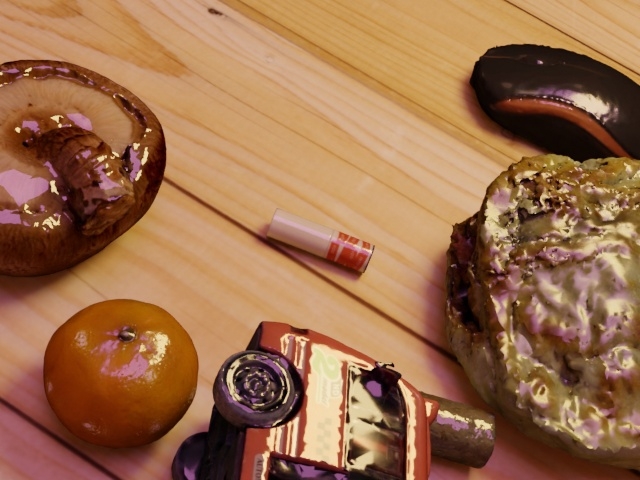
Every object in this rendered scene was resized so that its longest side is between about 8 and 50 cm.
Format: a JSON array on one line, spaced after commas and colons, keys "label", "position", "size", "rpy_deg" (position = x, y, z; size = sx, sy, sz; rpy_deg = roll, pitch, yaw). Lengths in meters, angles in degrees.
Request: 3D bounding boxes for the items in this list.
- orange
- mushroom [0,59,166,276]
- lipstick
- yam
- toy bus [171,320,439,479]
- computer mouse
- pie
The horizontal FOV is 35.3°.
[{"label": "orange", "position": [-0.199, 0.129, 1.009], "size": [0.156, 0.124, 0.156], "rpy_deg": [12, 49, -14]}, {"label": "mushroom", "position": [-0.308, -0.080, 1.127], "size": [0.278, 0.163, 0.297], "rpy_deg": [38, 49, 25]}, {"label": "lipstick", "position": [0.000, 0.000, 1.242], "size": [0.130, 0.038, 0.038], "rpy_deg": [21, 48, -1]}, {"label": "yam", "position": [0.105, 0.196, 1.097], "size": [0.169, 0.068, 0.068], "rpy_deg": [16, 48, -6]}, {"label": "toy bus", "position": [-0.020, 0.296, 0.885], "size": [0.232, 0.203, 0.427], "rpy_deg": [16, 49, -12]}, {"label": "computer mouse", "position": [0.382, -0.208, 1.499], "size": [0.323, 0.116, 0.183], "rpy_deg": [25, 43, 3]}, {"label": "pie", "position": [0.348, 0.095, 1.194], "size": [0.395, 0.180, 0.418], "rpy_deg": [-3, 58, -20]}]
